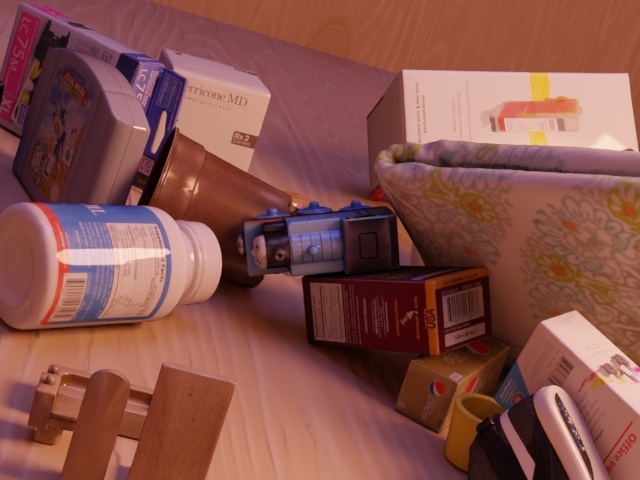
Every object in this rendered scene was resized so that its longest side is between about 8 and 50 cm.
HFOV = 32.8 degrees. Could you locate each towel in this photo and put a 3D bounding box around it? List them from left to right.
[{"bbox_3d":[0.266,0.029,1.175,0.374,0.321,0.090,7,48,42],"label":"towel"}]

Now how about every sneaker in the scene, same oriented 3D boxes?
[{"bbox_3d":[0.201,0.248,0.947,0.079,0.121,0.217,15,48,-49],"label":"sneaker"}]

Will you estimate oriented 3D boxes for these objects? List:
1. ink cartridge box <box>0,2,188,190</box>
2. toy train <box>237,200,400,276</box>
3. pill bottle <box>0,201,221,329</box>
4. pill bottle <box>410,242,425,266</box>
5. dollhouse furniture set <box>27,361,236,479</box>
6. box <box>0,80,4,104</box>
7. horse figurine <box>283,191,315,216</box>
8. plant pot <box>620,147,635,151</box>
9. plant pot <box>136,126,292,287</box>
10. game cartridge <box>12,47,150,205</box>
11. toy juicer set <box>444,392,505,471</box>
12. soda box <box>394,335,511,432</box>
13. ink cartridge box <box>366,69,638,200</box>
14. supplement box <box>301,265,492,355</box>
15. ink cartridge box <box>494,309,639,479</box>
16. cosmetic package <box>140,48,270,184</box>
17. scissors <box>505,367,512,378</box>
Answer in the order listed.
[{"bbox_3d":[-0.339,-0.204,1.564,0.311,0.186,0.065,28,17,26],"label":"ink cartridge box"},{"bbox_3d":[0.000,0.000,1.221,0.184,0.080,0.105,-5,10,-8],"label":"toy train"},{"bbox_3d":[-0.214,0.024,1.107,0.221,0.124,0.124,1,25,-46],"label":"pill bottle"},{"bbox_3d":[0.334,0.019,1.415,0.392,0.224,0.224,14,15,22],"label":"pill bottle"},{"bbox_3d":[-0.154,0.118,0.883,0.144,0.123,0.151,16,18,-9],"label":"dollhouse furniture set"},{"bbox_3d":[-0.536,-0.172,1.397,0.207,0.108,0.153,17,18,-5],"label":"box"},{"bbox_3d":[-0.024,-0.009,1.504,0.263,0.066,0.174,30,26,24],"label":"horse figurine"},{"bbox_3d":[0.462,0.029,1.633,0.229,0.263,0.263,43,25,17],"label":"plant pot"},{"bbox_3d":[-0.133,-0.027,1.312,0.165,0.167,0.167,23,16,-13],"label":"plant pot"},{"bbox_3d":[-0.303,-0.127,1.351,0.062,0.198,0.297,7,21,-33],"label":"game cartridge"},{"bbox_3d":[0.298,0.214,1.116,0.329,0.090,0.209,2,24,-44],"label":"toy juicer set"},{"bbox_3d":[0.150,0.149,1.204,0.058,0.061,0.181,26,19,23],"label":"soda box"},{"bbox_3d":[0.292,-0.169,1.822,0.384,0.161,0.279,0,-10,-10],"label":"ink cartridge box"},{"bbox_3d":[0.083,0.074,1.206,0.188,0.081,0.104,0,7,43],"label":"supplement box"},{"bbox_3d":[0.257,0.164,0.994,0.061,0.104,0.181,-10,46,-41],"label":"ink cartridge box"},{"bbox_3d":[-0.181,-0.169,1.623,0.151,0.184,0.151,12,18,-18],"label":"cosmetic package"},{"bbox_3d":[0.240,0.143,1.384,0.109,0.021,0.297,6,22,-30],"label":"scissors"}]
